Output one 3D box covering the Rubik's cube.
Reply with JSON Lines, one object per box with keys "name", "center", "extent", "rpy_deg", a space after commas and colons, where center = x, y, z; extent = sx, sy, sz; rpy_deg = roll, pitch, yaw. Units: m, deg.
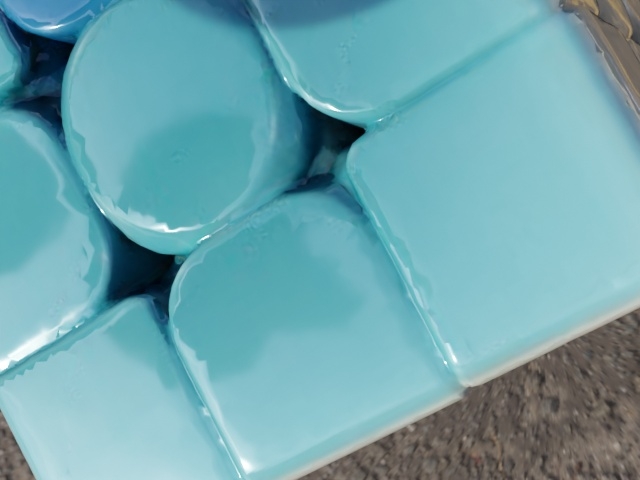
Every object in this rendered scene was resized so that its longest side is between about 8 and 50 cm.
{"name": "Rubik's cube", "center": [0.001, -0.065, 0.518], "extent": [0.290, 0.291, 0.292], "rpy_deg": [-30, 85, 24]}
